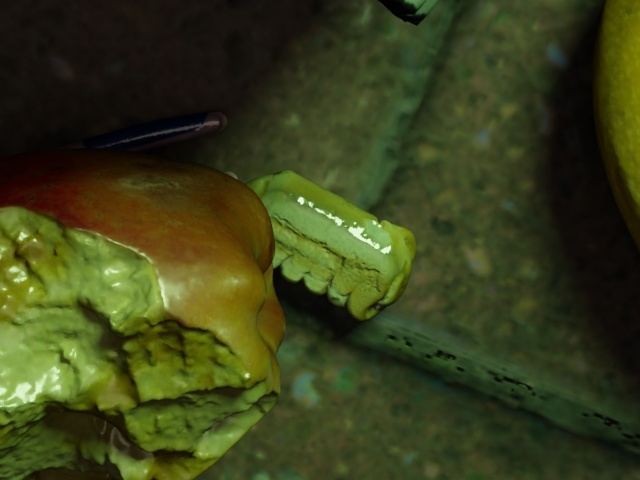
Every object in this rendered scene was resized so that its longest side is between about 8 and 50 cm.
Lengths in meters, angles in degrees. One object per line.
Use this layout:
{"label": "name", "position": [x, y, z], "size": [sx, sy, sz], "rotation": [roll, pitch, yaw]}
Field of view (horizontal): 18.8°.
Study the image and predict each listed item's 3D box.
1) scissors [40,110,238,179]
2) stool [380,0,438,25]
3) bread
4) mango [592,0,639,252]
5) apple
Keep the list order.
{"label": "scissors", "position": [-0.095, -0.032, 0.872], "size": [0.113, 0.012, 0.039], "rotation": [-9, 104, 2]}
{"label": "stool", "position": [0.040, -0.295, 0.677], "size": [0.297, 0.297, 0.330], "rotation": [43, 95, -10]}
{"label": "bread", "position": [0.000, 0.000, 0.871], "size": [0.088, 0.033, 0.049], "rotation": [26, 117, -2]}
{"label": "mango", "position": [0.206, -0.036, 0.829], "size": [0.157, 0.109, 0.262], "rotation": [-25, 98, 15]}
{"label": "apple", "position": [-0.094, 0.033, 0.820], "size": [0.158, 0.147, 0.156], "rotation": [-10, 121, -8]}
